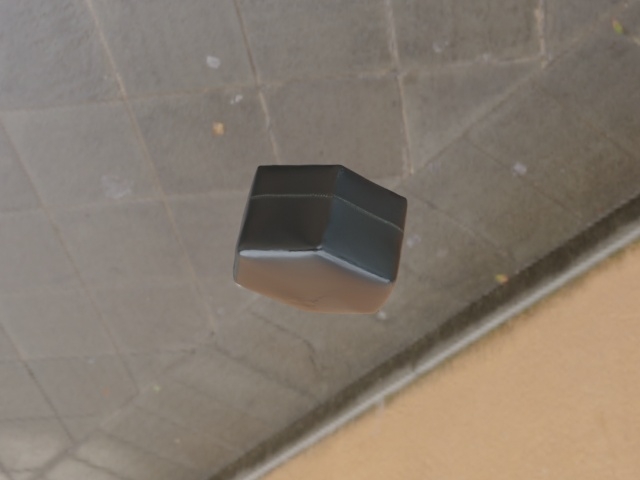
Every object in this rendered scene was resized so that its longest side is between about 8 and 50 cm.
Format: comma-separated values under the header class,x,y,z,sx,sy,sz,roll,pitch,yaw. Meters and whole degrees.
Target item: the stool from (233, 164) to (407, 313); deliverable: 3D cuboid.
class,x,y,z,sx,sy,sz,roll,pitch,yaw
stool,0.000,0.000,1.310,0.232,0.141,0.232,11,157,5
